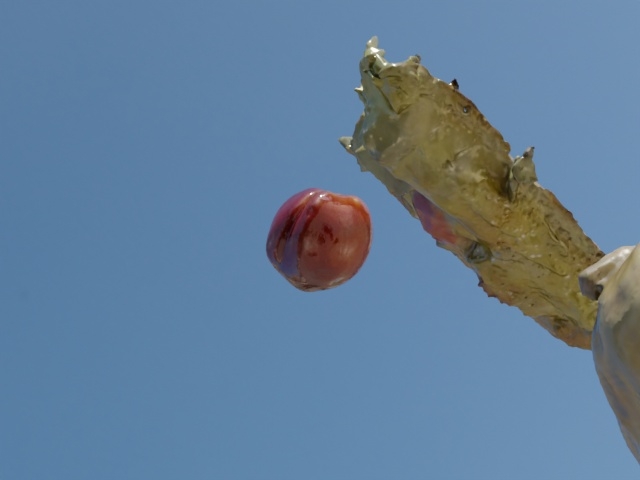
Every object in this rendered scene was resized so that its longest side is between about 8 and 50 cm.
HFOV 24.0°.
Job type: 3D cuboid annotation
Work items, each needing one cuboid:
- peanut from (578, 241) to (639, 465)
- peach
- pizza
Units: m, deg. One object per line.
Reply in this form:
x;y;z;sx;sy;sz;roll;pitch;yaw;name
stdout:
0.247;0.111;0.783;0.143;0.291;0.159;-36;3;13;peanut
0.000;0.001;1.415;0.101;0.101;0.100;-25;-43;-25;peach
0.075;-0.044;0.967;0.075;0.280;0.288;-48;-36;-1;pizza
